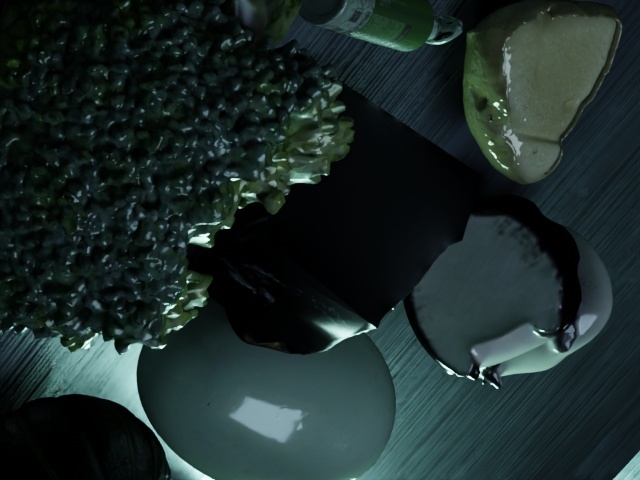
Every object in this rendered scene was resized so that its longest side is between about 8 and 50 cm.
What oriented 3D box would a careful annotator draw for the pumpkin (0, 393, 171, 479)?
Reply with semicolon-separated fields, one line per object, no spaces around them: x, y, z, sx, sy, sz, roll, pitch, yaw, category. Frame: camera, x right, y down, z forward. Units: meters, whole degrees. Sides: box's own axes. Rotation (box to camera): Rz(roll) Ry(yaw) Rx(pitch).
-0.262;0.286;1.467;0.250;0.216;0.250;-30;142;-27;pumpkin

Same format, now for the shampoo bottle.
0.062;-0.220;1.364;0.204;0.065;0.065;5;126;-54;shampoo bottle

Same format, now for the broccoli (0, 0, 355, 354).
-0.157;-0.073;1.085;0.317;0.277;0.338;-44;168;-45;broccoli

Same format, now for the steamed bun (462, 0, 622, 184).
0.222;-0.174;1.586;0.231;0.110;0.212;-7;118;-44;steamed bun

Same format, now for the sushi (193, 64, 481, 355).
0.000;0.001;1.407;0.212;0.215;0.227;-37;-153;52;sushi

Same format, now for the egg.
-0.057;0.170;1.568;0.230;0.230;0.371;-49;145;11;egg

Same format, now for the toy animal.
0.248;0.061;1.828;0.251;0.251;0.310;-48;164;9;toy animal
